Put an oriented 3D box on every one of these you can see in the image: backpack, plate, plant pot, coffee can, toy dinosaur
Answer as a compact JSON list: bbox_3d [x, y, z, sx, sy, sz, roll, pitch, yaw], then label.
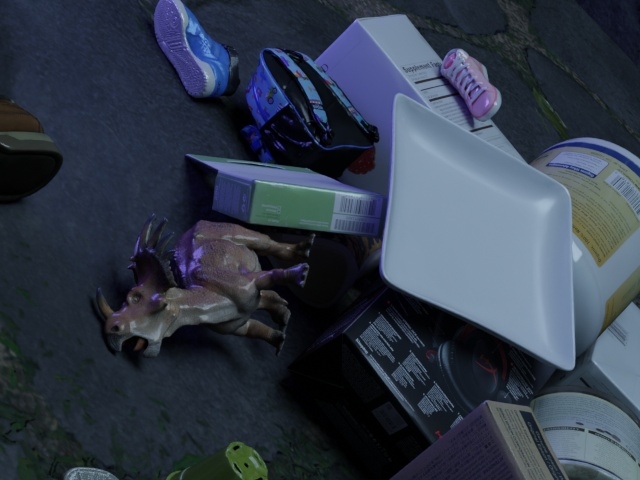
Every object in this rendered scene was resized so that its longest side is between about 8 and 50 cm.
[{"bbox_3d":[-0.033,-0.164,2.163,0.173,0.117,0.158,55,28,15],"label":"backpack"},{"bbox_3d":[0.177,-0.003,1.911,0.278,0.045,0.277,26,47,-25],"label":"plate"},{"bbox_3d":[-0.092,0.233,1.569,0.083,0.079,0.083,36,28,-23],"label":"plant pot"},{"bbox_3d":[0.273,0.295,1.835,0.201,0.201,0.275,46,15,-1],"label":"coffee can"},{"bbox_3d":[-0.119,0.032,1.776,0.200,0.127,0.295,17,16,-2],"label":"toy dinosaur"}]

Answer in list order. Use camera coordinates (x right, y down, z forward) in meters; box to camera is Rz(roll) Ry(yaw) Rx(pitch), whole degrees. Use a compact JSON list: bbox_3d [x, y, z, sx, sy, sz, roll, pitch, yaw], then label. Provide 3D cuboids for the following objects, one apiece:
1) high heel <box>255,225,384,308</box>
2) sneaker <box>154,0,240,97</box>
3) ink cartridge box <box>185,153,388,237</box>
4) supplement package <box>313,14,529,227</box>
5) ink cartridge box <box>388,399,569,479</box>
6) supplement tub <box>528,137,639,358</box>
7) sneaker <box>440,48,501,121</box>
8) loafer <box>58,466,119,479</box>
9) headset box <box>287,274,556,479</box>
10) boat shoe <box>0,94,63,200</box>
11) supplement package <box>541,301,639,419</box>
[{"bbox_3d":[0.000,0.000,2.041,0.261,0.093,0.186,26,24,-35],"label":"high heel"},{"bbox_3d":[-0.157,-0.252,2.164,0.084,0.058,0.152,-3,59,-50],"label":"sneaker"},{"bbox_3d":[-0.047,-0.054,1.948,0.171,0.056,0.235,6,6,-25],"label":"ink cartridge box"},{"bbox_3d":[0.115,-0.145,2.288,0.293,0.177,0.175,51,25,9],"label":"supplement package"},{"bbox_3d":[0.149,0.304,1.654,0.088,0.235,0.193,13,42,-47],"label":"ink cartridge box"},{"bbox_3d":[0.298,0.026,2.151,0.228,0.228,0.316,49,46,3],"label":"supplement tub"},{"bbox_3d":[0.200,-0.215,2.256,0.070,0.051,0.134,33,24,-27],"label":"sneaker"},{"bbox_3d":[-0.185,0.236,1.484,0.125,0.039,0.045,26,66,-31],"label":"loafer"},{"bbox_3d":[0.131,0.136,1.897,0.218,0.110,0.293,52,43,-4],"label":"headset box"},{"bbox_3d":[-0.382,-0.105,1.592,0.104,0.111,0.307,53,17,21],"label":"boat shoe"},{"bbox_3d":[0.399,0.216,2.249,0.204,0.145,0.262,45,26,-5],"label":"supplement package"}]
